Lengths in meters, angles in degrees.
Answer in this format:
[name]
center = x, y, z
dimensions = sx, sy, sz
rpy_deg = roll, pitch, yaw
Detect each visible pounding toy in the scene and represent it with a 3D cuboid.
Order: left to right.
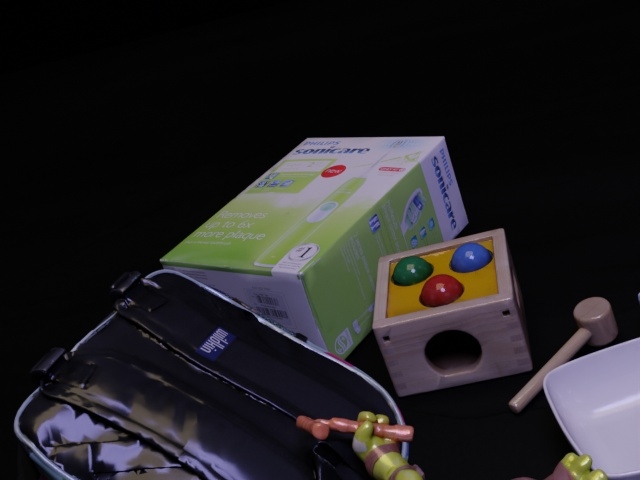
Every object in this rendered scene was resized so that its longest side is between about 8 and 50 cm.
[pounding toy]
center = 0.156, 0.066, 0.891
dimensions = 0.206, 0.094, 0.181
rpy_deg = -14, 27, 14

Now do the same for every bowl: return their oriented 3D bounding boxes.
[bowl]
center = 0.252, 0.134, 0.739
dimensions = 0.142, 0.053, 0.142
rpy_deg = -20, 25, 2

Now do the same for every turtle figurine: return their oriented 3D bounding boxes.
[turtle figurine]
center = 0.113, 0.185, 0.592
dimensions = 0.217, 0.087, 0.269
rpy_deg = 11, 9, -35

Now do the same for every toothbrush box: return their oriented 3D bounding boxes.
[toothbrush box]
center = 0.000, 0.000, 1.099
dimensions = 0.206, 0.122, 0.283
rpy_deg = 5, 34, 40

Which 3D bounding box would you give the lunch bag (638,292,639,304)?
[lunch bag]
center = 0.325, 0.054, 0.843
dimensions = 0.083, 0.053, 0.071
rpy_deg = -23, 26, -27

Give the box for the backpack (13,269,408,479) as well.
[backpack]
center = -0.072, 0.167, 0.724
dimensions = 0.254, 0.191, 0.225
rpy_deg = 22, 41, 15
